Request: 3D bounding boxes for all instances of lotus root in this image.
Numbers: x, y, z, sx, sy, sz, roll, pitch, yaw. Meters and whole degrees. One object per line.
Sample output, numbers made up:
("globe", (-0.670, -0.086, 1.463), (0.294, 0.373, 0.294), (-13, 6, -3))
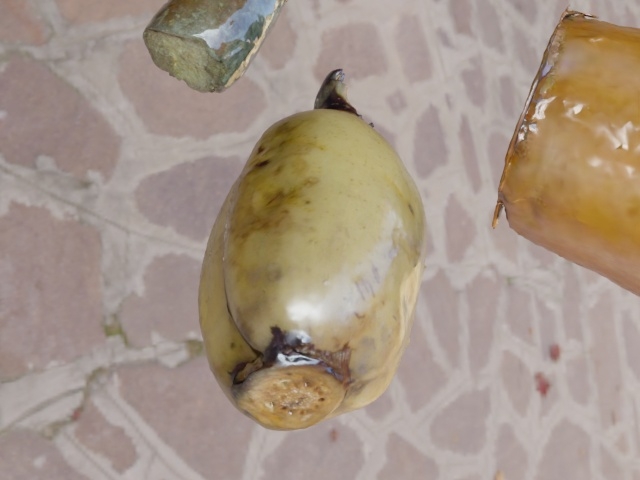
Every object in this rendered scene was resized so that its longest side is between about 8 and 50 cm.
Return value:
("lotus root", (0.000, 0.000, 0.585), (0.118, 0.125, 0.221), (35, 42, -21))

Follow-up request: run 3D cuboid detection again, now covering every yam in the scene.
("yam", (-0.011, -0.191, 0.646), (0.061, 0.061, 0.253), (51, 61, -34))

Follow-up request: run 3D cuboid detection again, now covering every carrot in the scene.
("carrot", (0.236, -0.018, 0.652), (0.196, 0.254, 0.196), (17, 90, -80))
